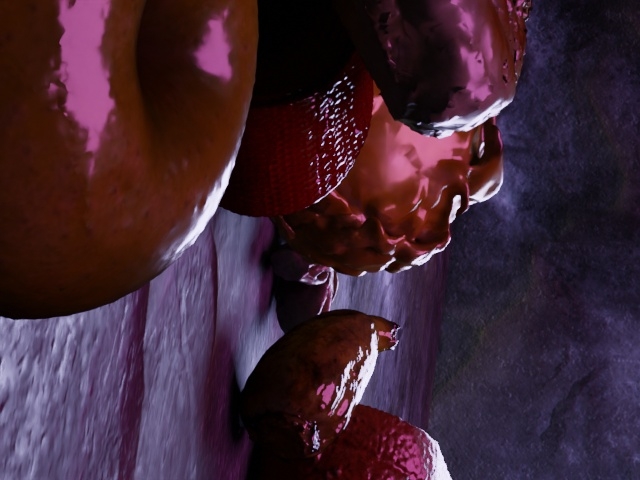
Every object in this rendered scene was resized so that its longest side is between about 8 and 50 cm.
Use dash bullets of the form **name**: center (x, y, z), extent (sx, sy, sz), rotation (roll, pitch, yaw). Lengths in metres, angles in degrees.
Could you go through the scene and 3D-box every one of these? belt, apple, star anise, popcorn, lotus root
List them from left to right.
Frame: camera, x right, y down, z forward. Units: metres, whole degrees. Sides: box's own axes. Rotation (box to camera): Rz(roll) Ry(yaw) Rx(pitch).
- **apple**: center (-0.111, -0.073, 0.543), extent (0.196, 0.157, 0.196), rotation (7, 90, -74)
- **belt**: center (-0.029, -0.125, 1.077), extent (0.124, 0.128, 0.201), rotation (86, 14, -45)
- **star anise**: center (-0.011, 0.021, 1.460), extent (0.208, 0.063, 0.171), rotation (-17, 116, -83)
- **lotus root**: center (0.001, 0.115, 1.371), extent (0.190, 0.094, 0.108), rotation (-48, 165, -45)
- **popcorn**: center (0.045, -0.091, 1.272), extent (0.250, 0.190, 0.250), rotation (-19, 117, -43)

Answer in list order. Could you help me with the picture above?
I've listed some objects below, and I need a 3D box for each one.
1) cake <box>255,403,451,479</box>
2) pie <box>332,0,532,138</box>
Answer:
- **cake**: center (0.036, 0.259, 1.497), extent (0.283, 0.177, 0.150), rotation (77, 20, -57)
- **pie**: center (0.049, -0.289, 1.000), extent (0.395, 0.180, 0.418), rotation (54, 29, -33)
